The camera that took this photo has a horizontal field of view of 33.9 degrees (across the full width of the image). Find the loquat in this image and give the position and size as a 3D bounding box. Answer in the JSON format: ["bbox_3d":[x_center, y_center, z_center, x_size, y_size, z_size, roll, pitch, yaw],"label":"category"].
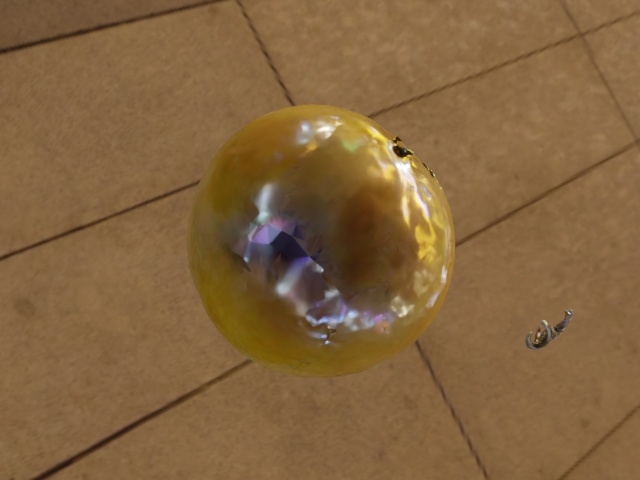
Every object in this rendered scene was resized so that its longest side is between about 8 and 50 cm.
[{"bbox_3d":[0.000,0.000,1.008,0.263,0.263,0.263,16,61,-32],"label":"loquat"}]

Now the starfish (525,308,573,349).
[{"bbox_3d":[0.292,0.115,1.341,0.091,0.078,0.028,-26,74,-39],"label":"starfish"}]
